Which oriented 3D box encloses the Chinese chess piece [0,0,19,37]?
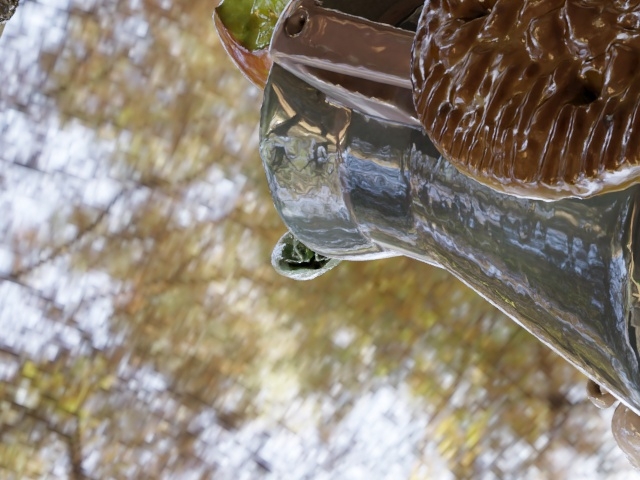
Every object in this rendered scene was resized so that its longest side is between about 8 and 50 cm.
[{"bbox_3d":[-0.334,-0.207,1.095,0.338,0.140,0.338,46,-166,-15],"label":"Chinese chess piece"}]

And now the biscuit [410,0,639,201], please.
[{"bbox_3d":[0.111,-0.098,0.693,0.027,0.188,0.188,40,-135,-40],"label":"biscuit"}]

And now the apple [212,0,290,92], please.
[{"bbox_3d":[0.022,-0.230,1.596,0.246,0.246,0.226,6,-146,-17],"label":"apple"}]

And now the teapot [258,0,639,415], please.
[{"bbox_3d":[0.136,-0.048,1.034,0.300,0.344,0.253,28,-98,-47],"label":"teapot"}]

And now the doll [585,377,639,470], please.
[{"bbox_3d":[0.317,0.070,1.260,0.278,0.119,0.154,-11,-123,20],"label":"doll"}]

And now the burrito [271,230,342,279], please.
[{"bbox_3d":[-0.003,0.002,1.346,0.074,0.118,0.044,-30,-97,3],"label":"burrito"}]
